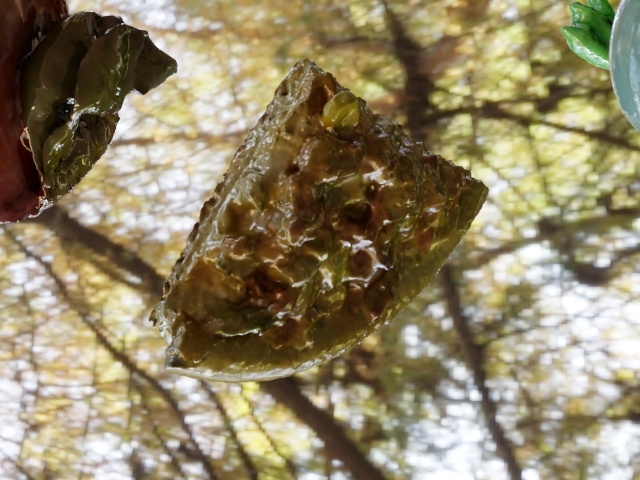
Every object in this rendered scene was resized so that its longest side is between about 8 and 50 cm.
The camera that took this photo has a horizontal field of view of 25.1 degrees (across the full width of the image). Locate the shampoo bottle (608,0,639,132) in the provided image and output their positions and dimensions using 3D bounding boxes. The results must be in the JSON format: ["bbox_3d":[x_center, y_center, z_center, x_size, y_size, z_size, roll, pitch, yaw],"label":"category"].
[{"bbox_3d":[0.319,-0.101,0.836,0.222,0.349,0.151,-31,-63,-26],"label":"shampoo bottle"}]

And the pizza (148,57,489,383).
[{"bbox_3d":[0.012,0.020,1.167,0.268,0.087,0.257,28,-87,-51],"label":"pizza"}]

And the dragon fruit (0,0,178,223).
[{"bbox_3d":[-0.087,-0.056,0.304,0.102,0.096,0.147,65,-152,-43],"label":"dragon fruit"}]

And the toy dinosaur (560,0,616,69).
[{"bbox_3d":[0.384,-0.185,1.009,0.500,0.374,0.144,42,-130,-20],"label":"toy dinosaur"}]
